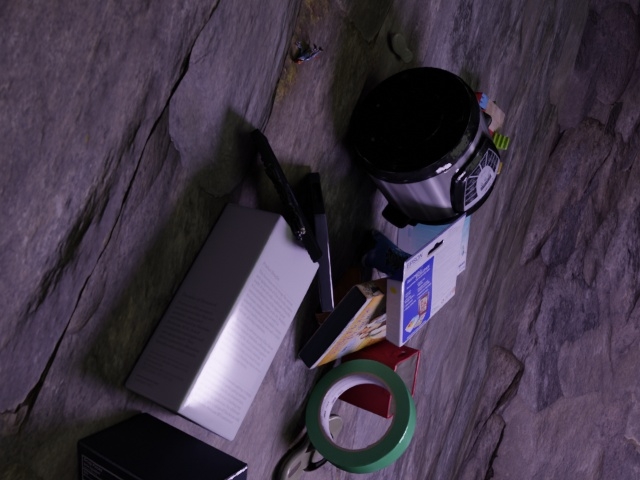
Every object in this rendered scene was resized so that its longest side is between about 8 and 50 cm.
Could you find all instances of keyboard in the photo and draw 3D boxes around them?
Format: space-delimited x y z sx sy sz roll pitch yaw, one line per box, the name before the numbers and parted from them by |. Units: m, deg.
keyboard | -0.076 -0.095 1.438 0.317 0.033 0.201 63 3 0

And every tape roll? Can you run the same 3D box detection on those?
tape roll | 0.117 0.512 1.934 0.321 0.321 0.077 -61 146 -22

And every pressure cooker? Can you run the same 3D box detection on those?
pressure cooker | 0.324 -0.251 1.914 0.420 0.369 0.376 45 38 -56

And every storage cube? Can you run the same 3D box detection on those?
storage cube | 0.188 0.438 2.142 0.183 0.193 0.215 -11 113 -56

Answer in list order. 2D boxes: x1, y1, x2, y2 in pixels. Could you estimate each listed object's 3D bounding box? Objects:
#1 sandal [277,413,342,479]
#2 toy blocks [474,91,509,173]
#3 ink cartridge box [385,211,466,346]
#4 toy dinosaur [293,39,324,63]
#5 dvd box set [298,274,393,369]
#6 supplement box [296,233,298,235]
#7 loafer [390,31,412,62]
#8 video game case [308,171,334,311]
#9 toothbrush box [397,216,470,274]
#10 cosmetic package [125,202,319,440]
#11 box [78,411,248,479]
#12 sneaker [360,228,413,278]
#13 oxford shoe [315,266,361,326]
sandal | -0.016 0.652 2.002 0.303 0.086 0.120 -39 133 -45
toy blocks | 0.545 -0.388 2.423 0.261 0.190 0.381 24 82 -47
ink cartridge box | 0.295 0.100 1.865 0.303 0.072 0.307 -34 135 -37
toy dinosaur | -0.030 -0.440 1.582 0.082 0.047 0.090 -44 151 -14
dvd box set | 0.154 0.222 1.960 0.420 0.062 0.308 -8 140 -53
supplement box | -0.070 0.010 1.694 0.083 0.043 0.055 39 69 -56
loafer | 0.234 -0.577 1.957 0.045 0.039 0.125 -41 144 7
video game case | 0.000 0.000 1.679 0.248 0.035 0.275 -97 -179 -61
toothbrush box | 0.386 -0.039 2.241 0.126 0.216 0.296 -27 123 -51
cosmetic package | -0.199 0.173 1.441 0.453 0.161 0.230 -63 146 -20
box | -0.310 0.540 1.282 0.182 0.296 0.294 -16 116 -55
sneaker | 0.240 0.061 2.116 0.330 0.147 0.130 34 73 -57
oxford shoe | 0.054 0.154 1.927 0.212 0.076 0.076 -57 140 -26
